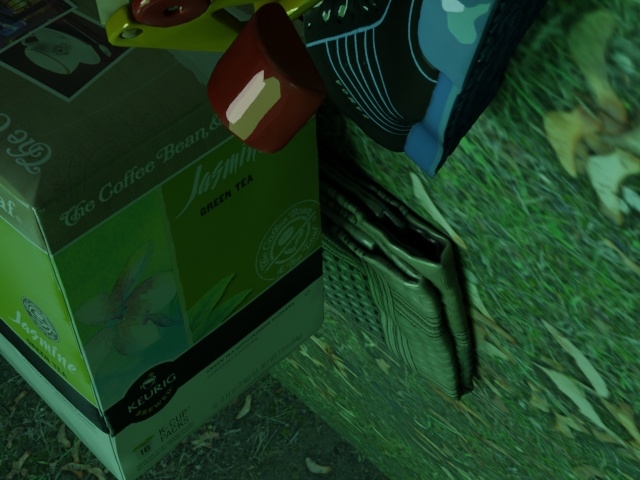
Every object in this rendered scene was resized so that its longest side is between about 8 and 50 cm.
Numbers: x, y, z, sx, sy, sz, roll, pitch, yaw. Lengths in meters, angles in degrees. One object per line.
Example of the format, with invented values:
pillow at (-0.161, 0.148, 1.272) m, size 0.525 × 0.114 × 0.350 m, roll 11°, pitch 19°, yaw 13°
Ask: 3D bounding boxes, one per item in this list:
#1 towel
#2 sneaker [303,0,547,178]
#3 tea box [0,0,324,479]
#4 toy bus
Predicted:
towel at (0.000, 0.000, 0.999) m, size 0.312 × 0.056 × 0.324 m, roll 39°, pitch 167°, yaw 25°
sneaker at (0.036, -0.092, 0.487) m, size 0.090 × 0.081 × 0.232 m, roll 36°, pitch 169°, yaw 6°
tea box at (-0.184, -0.061, 0.843) m, size 0.329 × 0.220 × 0.324 m, roll 39°, pitch 152°, yaw 28°
toy bus at (0.000, -0.142, 0.378) m, size 0.104 × 0.191 × 0.202 m, roll -6°, pitch -148°, yaw -43°
